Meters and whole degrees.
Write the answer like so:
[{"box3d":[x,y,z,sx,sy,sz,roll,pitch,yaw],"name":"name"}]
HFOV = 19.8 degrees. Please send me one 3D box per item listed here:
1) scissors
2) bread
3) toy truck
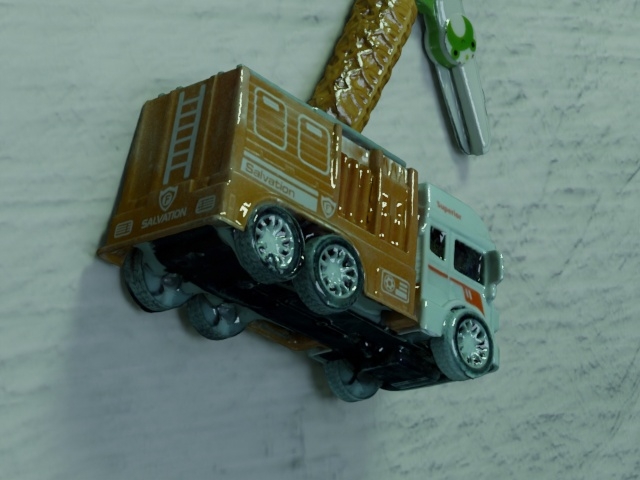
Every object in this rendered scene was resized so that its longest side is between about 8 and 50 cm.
[{"box3d":[0.106,-0.168,1.521,0.101,0.027,0.204,-24,103,-43],"name":"scissors"},{"box3d":[0.033,-0.139,1.429,0.052,0.044,0.157,43,59,-33],"name":"bread"},{"box3d":[0.000,0.000,1.327,0.305,0.136,0.162,28,59,-39],"name":"toy truck"}]
